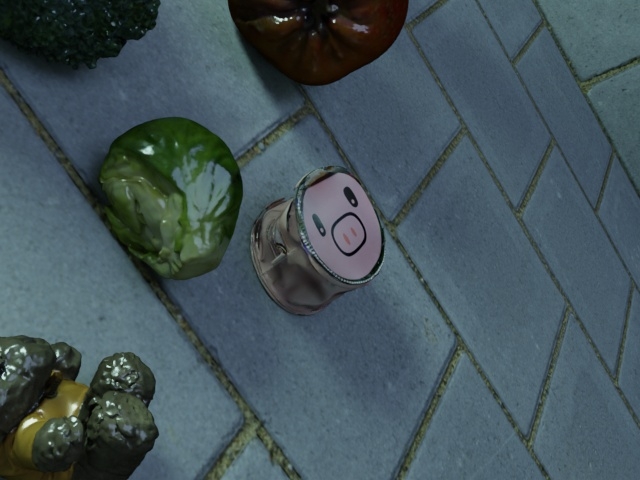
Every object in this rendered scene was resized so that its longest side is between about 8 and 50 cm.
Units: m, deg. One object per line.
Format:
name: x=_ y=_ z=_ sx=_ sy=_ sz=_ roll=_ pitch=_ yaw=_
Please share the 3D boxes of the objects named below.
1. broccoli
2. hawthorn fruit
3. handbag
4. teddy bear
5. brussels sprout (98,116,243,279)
broccoli: x=-0.289 y=-0.341 z=0.817 sx=0.247 sy=0.263 sz=0.243 roll=-11 pitch=46 yaw=-24
hawthorn fruit: x=-0.001 y=-0.395 z=1.152 sx=0.277 sy=0.277 sz=0.298 roll=43 pitch=32 yaw=-28
handbag: x=0.001 y=0.000 z=1.037 sx=0.179 sy=0.116 sz=0.205 roll=59 pitch=38 yaw=-8
teddy bear: x=-0.244 y=0.147 z=0.648 sx=0.190 sy=0.140 sz=0.177 roll=37 pitch=2 yaw=-21
brussels sprout: x=-0.156 y=-0.052 z=0.854 sx=0.145 sy=0.131 sz=0.183 roll=-34 pitch=93 yaw=-49
